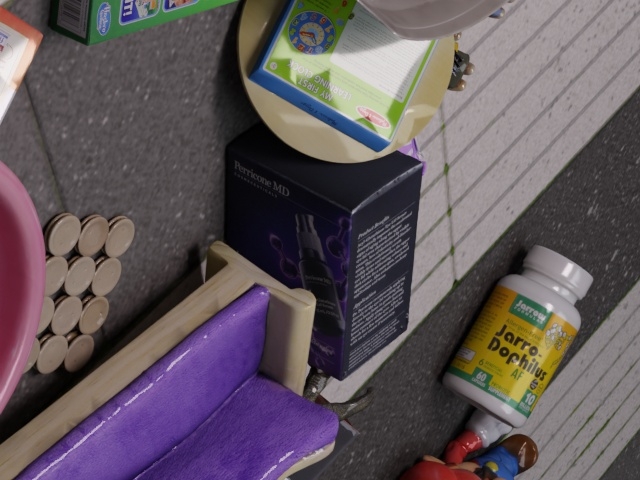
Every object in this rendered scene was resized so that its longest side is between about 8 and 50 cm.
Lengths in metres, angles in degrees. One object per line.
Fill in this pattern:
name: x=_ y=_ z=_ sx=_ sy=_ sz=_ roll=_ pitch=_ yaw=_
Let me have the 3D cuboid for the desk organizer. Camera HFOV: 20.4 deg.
desk organizer: x=-0.024 y=0.232 z=1.929 sx=0.130 sy=0.050 sz=0.047 roll=-47 pitch=117 yaw=4

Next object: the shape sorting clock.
shape sorting clock: x=0.023 y=-0.171 z=1.577 sx=0.206 sy=0.040 sz=0.206 roll=-1 pitch=92 yaw=-23

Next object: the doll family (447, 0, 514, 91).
doll family: x=0.126 y=-0.215 z=1.779 sx=0.111 sy=0.076 sz=0.193 roll=36 pitch=78 yaw=-57

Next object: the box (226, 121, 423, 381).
box: x=0.000 y=0.000 z=1.669 sx=0.108 sy=0.153 sz=0.207 roll=-35 pitch=140 yaw=-39

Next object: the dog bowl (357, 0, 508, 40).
dog bowl: x=0.112 y=-0.338 z=1.440 sx=0.348 sy=0.102 sz=0.349 roll=-36 pitch=147 yaw=-29

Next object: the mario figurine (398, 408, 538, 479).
mario figurine: x=0.225 y=0.325 z=2.275 sx=0.170 sy=0.198 sz=0.320 roll=-57 pitch=158 yaw=17

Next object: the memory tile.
memory tile: x=-0.213 y=0.045 z=1.509 sx=0.113 sy=0.012 sz=0.148 roll=1 pitch=113 yaw=-58

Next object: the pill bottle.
pill bottle: x=0.249 y=0.116 z=2.203 sx=0.208 sy=0.117 sz=0.117 roll=-59 pitch=151 yaw=-5

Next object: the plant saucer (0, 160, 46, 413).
plant saucer: x=-0.339 y=0.069 z=1.253 sx=0.332 sy=0.084 sz=0.332 roll=-37 pitch=142 yaw=-37

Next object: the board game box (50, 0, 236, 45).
board game box: x=-0.101 y=-0.320 z=1.345 sx=0.213 sy=0.046 sz=0.317 roll=-25 pitch=134 yaw=-47

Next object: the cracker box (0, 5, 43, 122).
cracker box: x=-0.293 y=-0.068 z=1.101 sx=0.155 sy=0.067 sz=0.232 roll=34 pitch=66 yaw=-27

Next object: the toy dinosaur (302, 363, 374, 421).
toy dinosaur: x=-0.071 y=0.190 z=1.788 sx=0.313 sy=0.121 sz=0.160 roll=-25 pitch=146 yaw=-54

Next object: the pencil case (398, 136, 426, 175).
pencil case: x=0.053 y=-0.138 z=1.699 sx=0.206 sy=0.088 sz=0.086 roll=80 pitch=25 yaw=-46

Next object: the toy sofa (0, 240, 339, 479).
toy sofa: x=-0.143 y=0.178 z=1.551 sx=0.362 sy=0.177 sz=0.150 roll=-39 pitch=151 yaw=-34
